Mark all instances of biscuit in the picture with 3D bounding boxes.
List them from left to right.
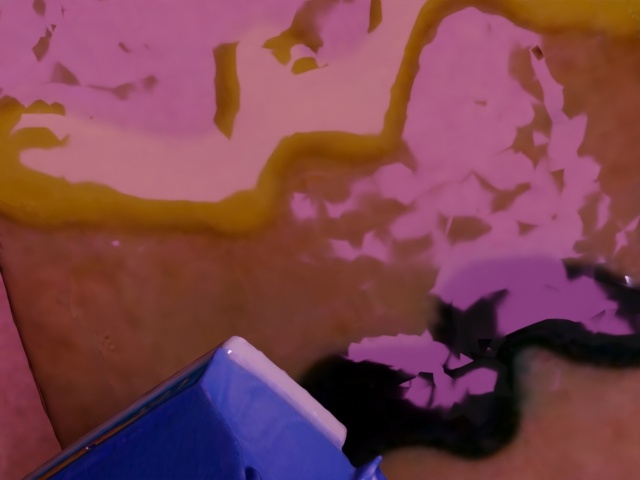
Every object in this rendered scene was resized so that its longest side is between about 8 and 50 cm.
[{"bbox_3d":[0.000,0.000,0.588,0.368,0.076,0.394,-22,107,5],"label":"biscuit"}]

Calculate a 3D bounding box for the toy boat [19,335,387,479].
[{"bbox_3d":[-0.084,0.142,0.573,0.295,0.088,0.129,-36,104,31],"label":"toy boat"}]
